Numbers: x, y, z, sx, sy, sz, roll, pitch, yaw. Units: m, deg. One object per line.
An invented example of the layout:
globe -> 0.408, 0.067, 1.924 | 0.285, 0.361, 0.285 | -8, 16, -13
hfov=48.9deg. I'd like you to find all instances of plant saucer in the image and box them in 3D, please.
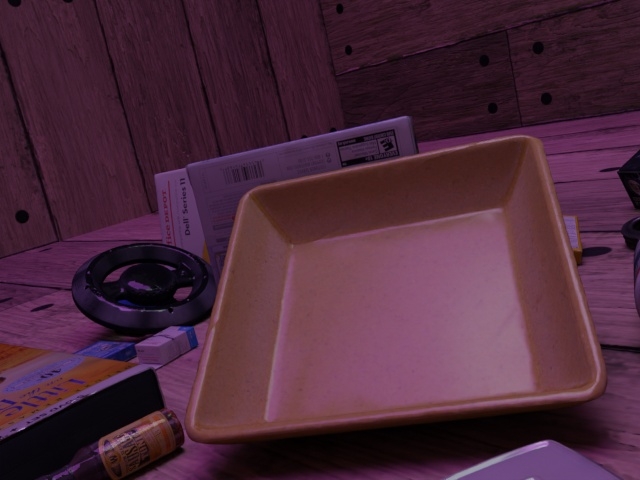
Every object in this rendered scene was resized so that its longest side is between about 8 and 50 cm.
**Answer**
plant saucer -> 0.066, 0.051, 0.670 | 0.333, 0.081, 0.332 | -9, 41, 14

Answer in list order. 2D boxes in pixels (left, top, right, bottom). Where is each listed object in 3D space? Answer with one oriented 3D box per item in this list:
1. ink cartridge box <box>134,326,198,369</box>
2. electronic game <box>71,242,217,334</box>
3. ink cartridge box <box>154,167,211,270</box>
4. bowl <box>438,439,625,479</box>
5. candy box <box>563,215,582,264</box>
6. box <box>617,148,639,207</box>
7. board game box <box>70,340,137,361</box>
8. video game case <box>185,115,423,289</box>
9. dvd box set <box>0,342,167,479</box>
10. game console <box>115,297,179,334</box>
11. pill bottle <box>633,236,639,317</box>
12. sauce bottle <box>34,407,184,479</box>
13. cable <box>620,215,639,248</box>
ink cartridge box -> -0.209, 0.142, 0.932 | 0.048, 0.028, 0.083 | -5, 14, 36
electronic game -> -0.274, 0.072, 1.115 | 0.229, 0.048, 0.229 | 8, 31, -5
ink cartridge box -> -0.197, -0.042, 1.351 | 0.354, 0.207, 0.119 | -6, 1, 35
bowl -> 0.117, 0.162, 0.384 | 0.142, 0.053, 0.142 | -17, 11, -12
candy box -> 0.256, -0.007, 0.989 | 0.206, 0.027, 0.105 | 4, 32, 15
box -> 0.590, -0.131, 1.101 | 0.180, 0.077, 0.147 | -40, 19, -15
board game box -> -0.314, 0.164, 0.964 | 0.090, 0.020, 0.090 | -6, 13, 40
video game case -> 0.000, 0.000, 0.837 | 0.270, 0.244, 0.061 | -10, 8, 14
dvd box set -> -0.413, 0.205, 0.763 | 0.420, 0.062, 0.308 | -3, 15, 44
game console -> -0.278, 0.097, 1.132 | 0.107, 0.071, 0.122 | -3, 15, 44
pill bottle -> 0.352, 0.026, 0.657 | 0.108, 0.107, 0.180 | -8, 12, 26
sauce bottle -> -0.183, 0.192, 0.618 | 0.128, 0.042, 0.042 | -24, 15, -37
cable -> 0.509, -0.005, 0.849 | 0.287, 0.072, 0.139 | -20, 24, 45
